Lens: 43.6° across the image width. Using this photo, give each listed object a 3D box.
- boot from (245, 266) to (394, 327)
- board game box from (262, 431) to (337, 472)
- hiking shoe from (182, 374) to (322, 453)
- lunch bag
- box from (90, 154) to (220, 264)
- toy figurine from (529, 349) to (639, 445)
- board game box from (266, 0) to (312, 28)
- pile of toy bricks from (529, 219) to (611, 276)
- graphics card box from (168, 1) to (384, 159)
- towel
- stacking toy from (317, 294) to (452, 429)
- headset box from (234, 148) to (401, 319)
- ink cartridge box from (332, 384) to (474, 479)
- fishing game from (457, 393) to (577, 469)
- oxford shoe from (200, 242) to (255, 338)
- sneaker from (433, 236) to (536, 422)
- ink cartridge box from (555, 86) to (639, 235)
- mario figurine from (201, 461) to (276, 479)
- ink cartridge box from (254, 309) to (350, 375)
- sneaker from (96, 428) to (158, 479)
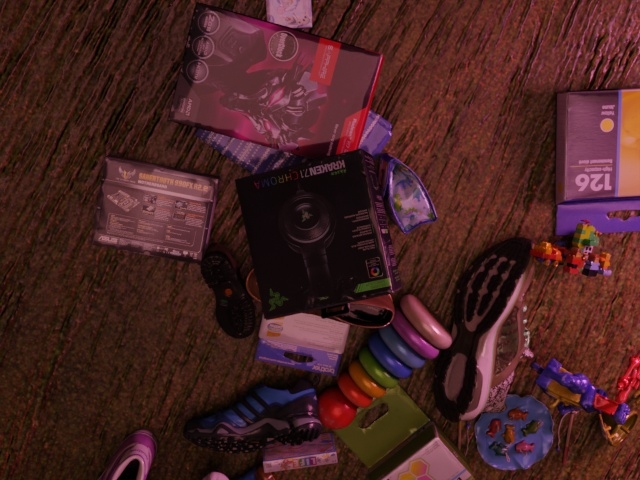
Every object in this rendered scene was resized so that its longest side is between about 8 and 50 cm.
[{"bbox_3d":[0.002,0.108,1.585,0.305,0.115,0.112,12,101,-5],"label":"boot"},{"bbox_3d":[-0.045,0.450,1.707,0.154,0.103,0.026,-7,101,-2],"label":"board game box"},{"bbox_3d":[-0.142,0.370,1.698,0.304,0.113,0.132,-8,57,11],"label":"hiking shoe"},{"bbox_3d":[0.161,-0.101,1.610,0.096,0.129,0.151,-23,102,0],"label":"lunch bag"},{"bbox_3d":[-0.333,-0.061,1.620,0.231,0.056,0.183,10,99,-6],"label":"box"},{"bbox_3d":[0.557,0.298,1.694,0.217,0.362,0.191,24,83,31],"label":"toy figurine"},{"bbox_3d":[-0.063,-0.465,1.585,0.090,0.020,0.090,-3,101,-4],"label":"board game box"},{"bbox_3d":[0.527,0.009,1.620,0.212,0.118,0.105,5,101,-42],"label":"pile of toy bricks"},{"bbox_3d":[-0.085,-0.295,1.546,0.371,0.094,0.232,16,101,-3],"label":"graphics card box"},{"bbox_3d":[-0.050,-0.221,1.627,0.336,0.040,0.243,33,98,-7],"label":"towel"},{"bbox_3d":[0.114,0.268,1.678,0.330,0.141,0.141,-44,100,9],"label":"stacking toy"},{"bbox_3d":[0.000,0.000,1.476,0.246,0.131,0.283,-12,88,13],"label":"headset box"},{"bbox_3d":[0.174,0.460,1.723,0.189,0.097,0.255,-40,98,7],"label":"ink cartridge box"},{"bbox_3d":[0.432,0.427,1.769,0.264,0.041,0.189,5,102,-5],"label":"fishing game"},{"bbox_3d":[-0.182,0.102,1.649,0.083,0.096,0.227,-10,121,2],"label":"oxford shoe"},{"bbox_3d":[0.379,0.192,1.696,0.182,0.158,0.410,15,99,-33],"label":"sneaker"},{"bbox_3d":[0.645,-0.162,1.661,0.304,0.072,0.307,-4,100,-3],"label":"ink cartridge box"},{"bbox_3d":[-0.222,0.607,1.685,0.321,0.170,0.198,-28,70,-6],"label":"mario figurine"},{"bbox_3d":[-0.019,0.114,1.670,0.186,0.065,0.311,12,96,-7],"label":"ink cartridge box"},{"bbox_3d":[-0.434,0.544,1.669,0.102,0.161,0.282,22,99,-9],"label":"sneaker"}]
